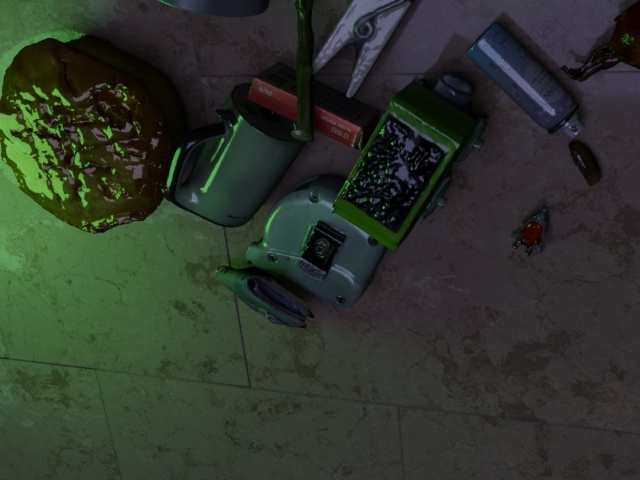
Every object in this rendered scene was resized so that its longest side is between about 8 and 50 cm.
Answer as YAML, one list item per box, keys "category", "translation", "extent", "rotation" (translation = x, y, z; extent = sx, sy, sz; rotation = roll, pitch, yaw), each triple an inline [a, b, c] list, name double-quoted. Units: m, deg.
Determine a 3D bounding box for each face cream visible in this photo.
- category: "face cream"
  translation: [0.349, -0.260, 1.554]
  extent: [0.229, 0.075, 0.075]
  rotation: [43, 123, -3]

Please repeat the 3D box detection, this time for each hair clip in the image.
- category: "hair clip"
  translation: [0.098, -0.393, 1.583]
  extent: [0.101, 0.085, 0.331]
  rotation: [36, 121, 0]

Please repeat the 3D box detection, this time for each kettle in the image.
- category: "kettle"
  translation: [-0.169, -0.153, 1.744]
  extent: [0.255, 0.240, 0.165]
  rotation: [-52, 51, 36]

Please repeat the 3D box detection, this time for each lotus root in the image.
- category: "lotus root"
  translation: [0.456, -0.134, 1.595]
  extent: [0.030, 0.037, 0.083]
  rotation: [-30, 101, 27]

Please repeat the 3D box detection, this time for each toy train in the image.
- category: "toy train"
  translation: [0.155, -0.133, 1.596]
  extent: [0.173, 0.249, 0.307]
  rotation: [34, 123, 6]

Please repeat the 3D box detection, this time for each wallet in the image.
- category: "wallet"
  translation: [-0.112, 0.108, 1.867]
  extent: [0.170, 0.069, 0.231]
  rotation: [40, 168, -19]

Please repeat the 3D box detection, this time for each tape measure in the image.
- category: "tape measure"
  translation: [0.000, 0.001, 1.798]
  extent: [0.243, 0.125, 0.246]
  rotation: [27, 123, 7]

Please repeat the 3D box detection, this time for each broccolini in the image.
- category: "broccolini"
  translation: [-0.031, -0.367, 1.576]
  extent: [0.079, 0.074, 0.392]
  rotation: [-2, 88, 54]

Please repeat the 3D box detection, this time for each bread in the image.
- category: "bread"
  translation: [-0.447, -0.205, 1.827]
  extent: [0.398, 0.215, 0.398]
  rotation: [9, 118, 17]

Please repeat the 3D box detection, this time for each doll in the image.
- category: "doll"
  translation: [0.387, -0.018, 1.682]
  extent: [0.057, 0.039, 0.114]
  rotation: [53, 143, 29]

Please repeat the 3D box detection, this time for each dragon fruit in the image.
- category: "dragon fruit"
  translation: [0.496, -0.305, 1.447]
  extent: [0.246, 0.125, 0.125]
  rotation: [-21, 109, 36]

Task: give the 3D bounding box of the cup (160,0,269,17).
- category: "cup"
  translation: [-0.190, -0.583, 1.543]
  extent: [0.323, 0.237, 0.327]
  rotation: [41, 130, 36]

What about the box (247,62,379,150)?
- category: "box"
  translation: [-0.007, -0.243, 1.680]
  extent: [0.229, 0.123, 0.050]
  rotation: [26, 119, 7]
